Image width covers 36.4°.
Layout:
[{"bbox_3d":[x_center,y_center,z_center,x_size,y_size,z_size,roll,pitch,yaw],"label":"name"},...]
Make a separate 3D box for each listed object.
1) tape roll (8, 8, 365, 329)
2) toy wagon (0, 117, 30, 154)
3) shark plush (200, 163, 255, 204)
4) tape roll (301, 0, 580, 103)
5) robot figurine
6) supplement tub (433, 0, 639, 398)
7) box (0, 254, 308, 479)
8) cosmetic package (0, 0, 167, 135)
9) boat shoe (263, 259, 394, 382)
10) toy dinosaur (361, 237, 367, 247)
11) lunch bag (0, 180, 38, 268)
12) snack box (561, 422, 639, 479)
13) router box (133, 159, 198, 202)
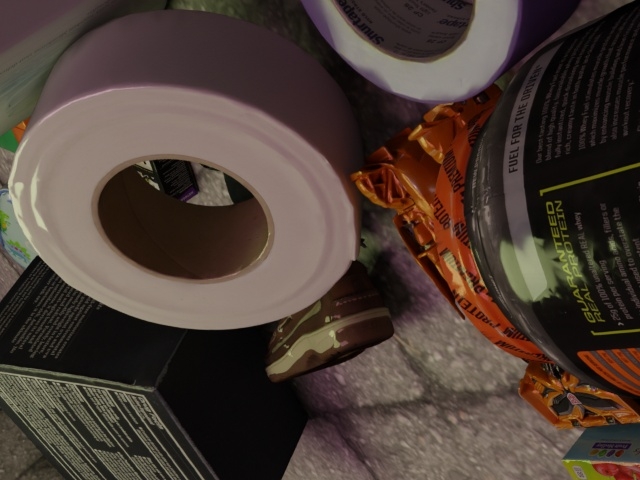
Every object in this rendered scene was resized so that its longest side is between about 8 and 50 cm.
[{"bbox_3d":[-0.105,-0.048,0.816,0.286,0.100,0.286,3,136,3],"label":"tape roll"},{"bbox_3d":[-0.407,-0.199,1.241,0.267,0.068,0.344,21,139,42],"label":"toy wagon"},{"bbox_3d":[-0.089,-0.087,0.936,0.073,0.067,0.161,-10,116,57],"label":"shark plush"},{"bbox_3d":[0.067,-0.185,0.606,0.189,0.080,0.189,35,147,26],"label":"tape roll"},{"bbox_3d":[0.156,0.028,0.717,0.291,0.085,0.211,52,155,-2],"label":"robot figurine"},{"bbox_3d":[0.217,-0.030,0.448,0.207,0.207,0.338,57,149,-11],"label":"supplement tub"},{"bbox_3d":[-0.213,0.184,1.192,0.294,0.182,0.296,4,138,29],"label":"box"},{"bbox_3d":[-0.250,-0.209,0.827,0.138,0.224,0.225,52,161,-4],"label":"cosmetic package"},{"bbox_3d":[0.000,0.080,1.005,0.257,0.095,0.095,-38,68,61],"label":"boat shoe"},{"bbox_3d":[0.000,0.000,0.919,0.082,0.090,0.047,-23,92,25],"label":"toy dinosaur"},{"bbox_3d":[-0.305,-0.004,1.257,0.219,0.090,0.176,27,145,7],"label":"lunch bag"},{"bbox_3d":[0.313,0.229,0.747,0.207,0.070,0.174,55,149,-11],"label":"snack box"},{"bbox_3d":[-0.227,-0.121,1.109,0.179,0.046,0.133,25,142,37],"label":"router box"}]
